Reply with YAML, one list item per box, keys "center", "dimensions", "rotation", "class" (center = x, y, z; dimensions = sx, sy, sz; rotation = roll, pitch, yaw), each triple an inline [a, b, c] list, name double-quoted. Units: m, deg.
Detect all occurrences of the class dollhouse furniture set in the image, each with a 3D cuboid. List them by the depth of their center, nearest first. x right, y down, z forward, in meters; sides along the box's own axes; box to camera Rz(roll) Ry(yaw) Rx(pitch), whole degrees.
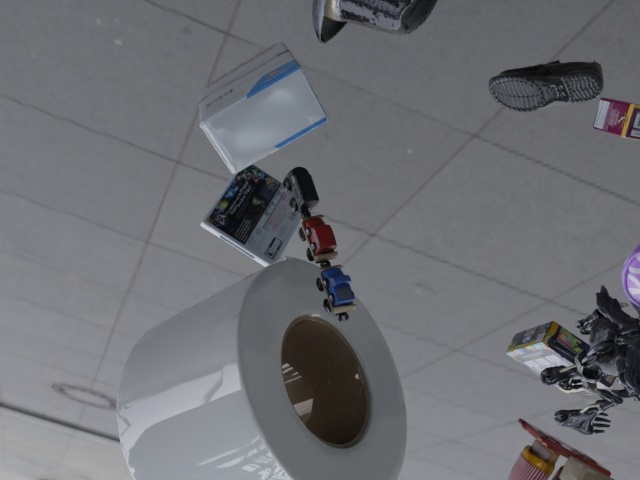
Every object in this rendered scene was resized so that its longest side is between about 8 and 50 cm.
- center: [0.401, 0.449, 1.292]
  dimensions: [0.152, 0.201, 0.374]
  rotation: [29, 178, -7]
  class: "dollhouse furniture set"

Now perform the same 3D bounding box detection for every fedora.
- center: [0.124, -0.436, 1.285]
  dimensions: [0.153, 0.334, 0.334]
  rotation: [30, 154, 7]
  class: "fedora"

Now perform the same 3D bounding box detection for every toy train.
- center: [0.000, 0.000, 0.748]
  dimensions: [0.027, 0.158, 0.036]
  rotation: [-7, 156, -29]
  class: "toy train"

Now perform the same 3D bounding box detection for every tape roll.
- center: [-0.052, 0.161, 0.796]
  dimensions: [0.169, 0.246, 0.246]
  rotation: [-28, 133, 32]
  class: "tape roll"

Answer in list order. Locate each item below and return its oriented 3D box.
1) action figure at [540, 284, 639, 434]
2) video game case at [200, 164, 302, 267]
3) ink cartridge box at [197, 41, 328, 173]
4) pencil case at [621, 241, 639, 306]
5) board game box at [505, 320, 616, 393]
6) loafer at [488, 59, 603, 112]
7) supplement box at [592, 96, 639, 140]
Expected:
- center: [0.409, 0.162, 1.096]
  dimensions: [0.141, 0.164, 0.275]
  rotation: [-9, 151, -15]
  class: "action figure"
- center: [-0.129, -0.055, 1.654]
  dimensions: [0.173, 0.190, 0.022]
  rotation: [33, 146, -7]
  class: "video game case"
- center: [-0.127, -0.284, 1.668]
  dimensions: [0.223, 0.307, 0.129]
  rotation: [-30, 114, 4]
  class: "ink cartridge box"
- center: [0.443, 0.019, 0.997]
  dimensions: [0.088, 0.206, 0.086]
  rotation: [7, 113, 34]
  class: "pencil case"
- center: [0.424, 0.209, 1.421]
  dimensions: [0.141, 0.048, 0.170]
  rotation: [33, 164, 0]
  class: "board game box"
- center: [0.421, -0.290, 1.488]
  dimensions: [0.220, 0.078, 0.080]
  rotation: [6, 132, 36]
  class: "loafer"
- center: [0.386, -0.149, 1.000]
  dimensions: [0.055, 0.043, 0.083]
  rotation: [9, -166, -11]
  class: "supplement box"
